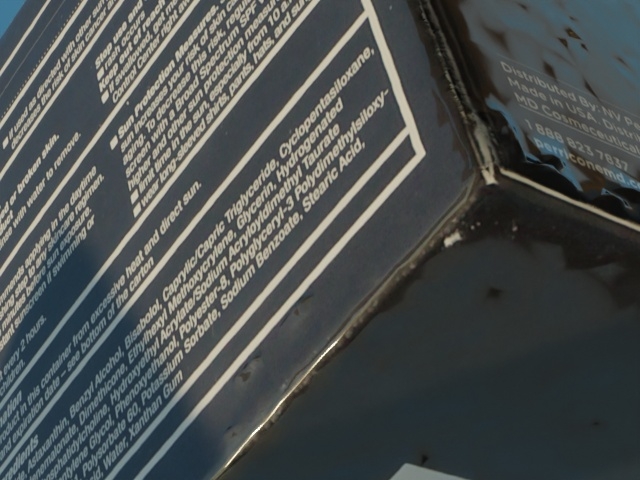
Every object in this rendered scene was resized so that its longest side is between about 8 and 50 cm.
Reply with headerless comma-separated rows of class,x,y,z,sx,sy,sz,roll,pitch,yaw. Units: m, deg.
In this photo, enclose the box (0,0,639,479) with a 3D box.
box,0.000,0.000,0.653,0.182,0.296,0.294,19,-143,-33
